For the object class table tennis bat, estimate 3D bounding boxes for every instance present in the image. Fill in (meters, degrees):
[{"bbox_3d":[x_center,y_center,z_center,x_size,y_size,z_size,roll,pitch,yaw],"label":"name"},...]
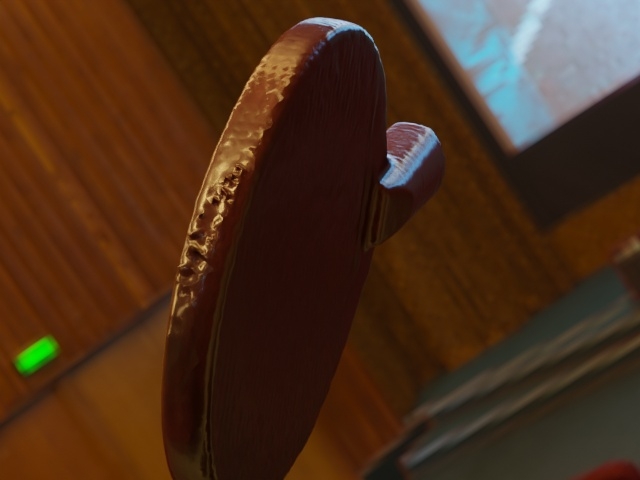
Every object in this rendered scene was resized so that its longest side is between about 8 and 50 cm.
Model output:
[{"bbox_3d":[0.000,0.000,1.112,0.051,0.268,0.415,13,19,14],"label":"table tennis bat"}]
